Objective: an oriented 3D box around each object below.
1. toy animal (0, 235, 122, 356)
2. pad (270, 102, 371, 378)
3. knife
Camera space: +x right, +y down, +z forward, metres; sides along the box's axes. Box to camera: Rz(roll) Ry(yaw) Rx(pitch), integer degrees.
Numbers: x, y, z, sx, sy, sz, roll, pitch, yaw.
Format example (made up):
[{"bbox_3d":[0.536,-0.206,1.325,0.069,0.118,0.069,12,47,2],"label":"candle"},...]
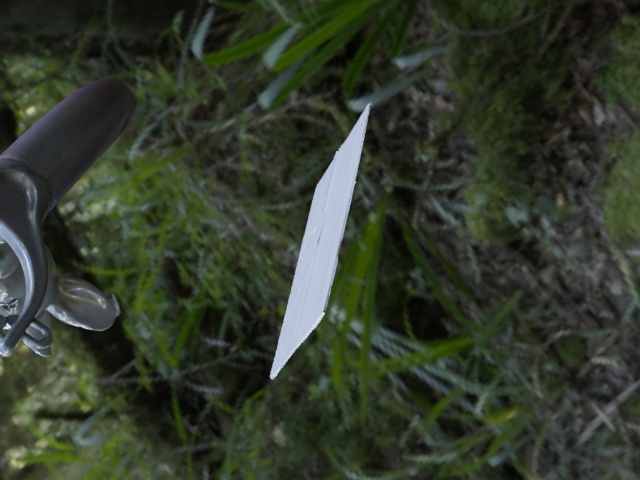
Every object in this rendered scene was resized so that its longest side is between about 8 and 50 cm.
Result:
[{"bbox_3d":[-0.427,0.023,1.491,0.325,0.208,0.154,44,-146,-36],"label":"toy animal"},{"bbox_3d":[0.000,0.000,0.996,0.004,0.232,0.156,19,147,-10],"label":"pad"},{"bbox_3d":[-0.167,-0.042,0.699,0.123,0.053,0.278,41,-148,-11],"label":"knife"}]
